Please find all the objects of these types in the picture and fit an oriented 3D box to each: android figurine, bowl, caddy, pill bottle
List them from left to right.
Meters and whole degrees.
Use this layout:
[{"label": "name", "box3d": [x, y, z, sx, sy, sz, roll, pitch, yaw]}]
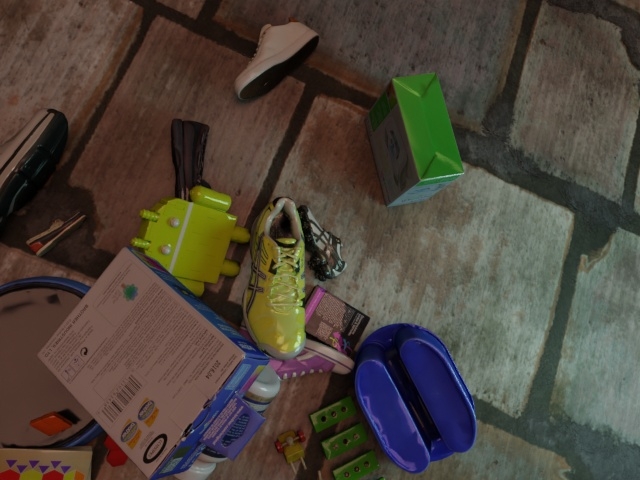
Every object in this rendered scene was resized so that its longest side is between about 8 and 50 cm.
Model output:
[{"label": "bowl", "box3d": [-0.599, 0.266, 1.148, 0.392, 0.077, 0.390, 3, 77, -13]}, {"label": "android figurine", "box3d": [-0.287, 0.001, 1.215, 0.273, 0.056, 0.248, 19, 90, -41]}, {"label": "pill bottle", "box3d": [-0.216, 0.364, 1.143, 0.153, 0.153, 0.264, 35, 97, -4]}, {"label": "caddy", "box3d": [0.218, 0.363, 1.274, 0.241, 0.179, 0.341, -27, 86, 5]}]

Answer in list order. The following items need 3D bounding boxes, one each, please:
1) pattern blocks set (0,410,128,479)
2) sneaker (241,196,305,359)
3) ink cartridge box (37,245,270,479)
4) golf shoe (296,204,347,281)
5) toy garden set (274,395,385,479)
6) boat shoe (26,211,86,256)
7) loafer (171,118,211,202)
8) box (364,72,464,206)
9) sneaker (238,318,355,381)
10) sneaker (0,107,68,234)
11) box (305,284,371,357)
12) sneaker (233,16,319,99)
[{"label": "pattern blocks set", "box3d": [-0.549, 0.472, 1.085, 0.325, 0.026, 0.285, 20, 97, -24]}, {"label": "sneaker", "box3d": [-0.101, 0.075, 1.223, 0.145, 0.147, 0.384, 0, 61, -16]}, {"label": "ink cartridge box", "box3d": [-0.287, 0.240, 1.013, 0.396, 0.151, 0.270, 37, 87, 21]}, {"label": "golf shoe", "box3d": [0.000, 0.000, 1.357, 0.094, 0.077, 0.198, -19, 87, -31]}, {"label": "toy garden set", "box3d": [0.021, 0.515, 1.260, 0.204, 0.049, 0.244, -20, 85, -18]}, {"label": "boat shoe", "box3d": [-0.594, -0.022, 1.226, 0.137, 0.049, 0.043, -42, 88, -13]}, {"label": "loafer", "box3d": [-0.299, -0.149, 1.295, 0.095, 0.109, 0.302, -4, 77, -19]}, {"label": "box", "box3d": [0.228, -0.245, 1.372, 0.127, 0.231, 0.261, -11, 81, -16]}, {"label": "sneaker", "box3d": [-0.071, 0.297, 1.262, 0.282, 0.102, 0.161, 17, 78, 2]}, {"label": "sneaker", "box3d": [-0.759, -0.146, 1.147, 0.258, 0.169, 0.447, 33, 75, -7]}, {"label": "box", "box3d": [0.028, 0.200, 1.336, 0.162, 0.029, 0.116, 32, 74, -4]}, {"label": "sneaker", "box3d": [-0.140, -0.475, 1.410, 0.123, 0.106, 0.290, 41, 64, 7]}]
